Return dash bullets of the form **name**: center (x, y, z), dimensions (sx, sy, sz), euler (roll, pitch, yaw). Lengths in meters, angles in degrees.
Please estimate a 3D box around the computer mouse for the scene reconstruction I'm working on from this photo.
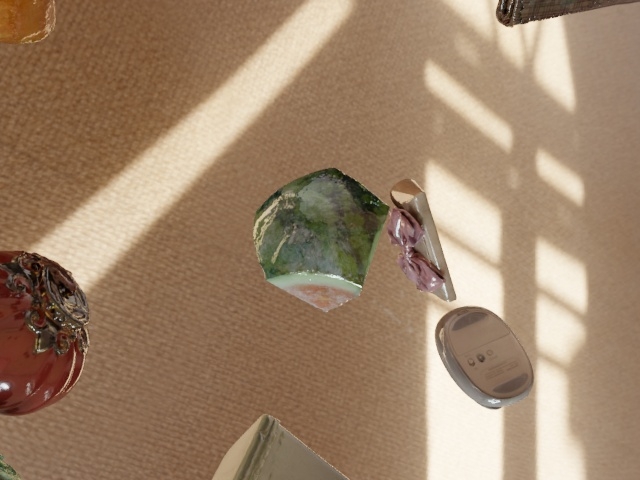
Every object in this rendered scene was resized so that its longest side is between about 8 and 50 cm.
- **computer mouse**: center (0.134, 0.098, 0.611), dimensions (0.065, 0.039, 0.096), euler (-20, 57, -16)

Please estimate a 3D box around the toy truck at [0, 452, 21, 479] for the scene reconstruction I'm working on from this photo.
- **toy truck**: center (-0.479, 0.271, 0.807), dimensions (0.155, 0.156, 0.279), euler (-57, 142, -12)

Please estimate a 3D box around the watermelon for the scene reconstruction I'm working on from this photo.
- **watermelon**: center (-0.003, 0.002, 0.490), dimensions (0.085, 0.092, 0.072), euler (-55, 153, -39)

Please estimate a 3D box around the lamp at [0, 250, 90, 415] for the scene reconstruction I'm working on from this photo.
- **lamp**: center (-0.404, 0.116, 0.966), dimensions (0.226, 0.226, 0.227), euler (1, 89, -37)

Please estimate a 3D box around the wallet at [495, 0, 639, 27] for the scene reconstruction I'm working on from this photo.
- **wallet**: center (0.266, -0.282, 0.712), dimensions (0.230, 0.042, 0.124), euler (-17, 128, -29)

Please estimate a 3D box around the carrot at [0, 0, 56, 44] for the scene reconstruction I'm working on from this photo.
- **carrot**: center (-0.477, -0.443, 1.019), dimensions (0.214, 0.331, 0.193), euler (4, 58, -19)

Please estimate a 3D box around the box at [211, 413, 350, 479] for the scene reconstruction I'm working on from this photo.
- **box**: center (-0.052, 0.544, 1.297), dimensions (0.343, 0.177, 0.352), euler (37, 28, -3)

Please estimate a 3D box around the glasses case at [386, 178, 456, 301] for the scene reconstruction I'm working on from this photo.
- **glasses case**: center (0.148, 0.014, 1.119), dimensions (0.070, 0.102, 0.194), euler (-20, 110, 1)
